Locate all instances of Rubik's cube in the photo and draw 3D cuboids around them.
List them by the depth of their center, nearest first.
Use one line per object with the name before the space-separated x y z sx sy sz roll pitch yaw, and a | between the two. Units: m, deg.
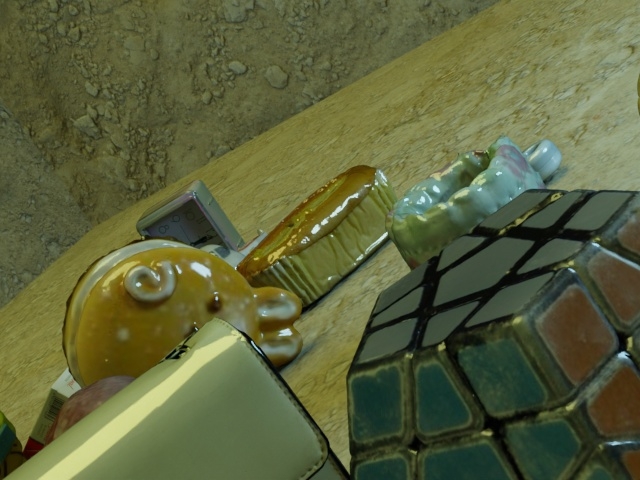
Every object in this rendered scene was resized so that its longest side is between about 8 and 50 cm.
Rubik's cube | 0.161 0.121 0.707 0.319 0.319 0.264 -22 -10 40

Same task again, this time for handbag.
handbag | -0.159 0.262 1.041 0.358 0.237 0.160 -37 11 -16

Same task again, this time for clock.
clock | -0.239 0.000 2.296 0.147 0.192 0.071 -29 14 18

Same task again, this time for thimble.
thimble | 0.192 -0.018 1.416 0.211 0.149 0.185 -40 12 -28

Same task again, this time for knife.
knife | 0.219 -0.060 1.764 0.331 0.044 0.080 -29 19 45

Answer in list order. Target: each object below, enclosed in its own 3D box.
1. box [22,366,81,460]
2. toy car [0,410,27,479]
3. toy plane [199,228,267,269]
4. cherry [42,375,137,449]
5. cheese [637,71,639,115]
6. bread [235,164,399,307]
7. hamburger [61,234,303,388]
box | -0.414 0.275 1.899 0.152 0.048 0.100 -65 -4 25
toy car | -0.560 0.366 1.849 0.247 0.142 0.200 -18 28 26
toy plane | -0.190 0.061 2.111 0.252 0.118 0.252 -30 11 7
cherry | -0.186 0.243 1.240 0.236 0.212 0.286 112 -177 -69
cheese | 0.402 -0.133 1.188 0.117 0.214 0.226 -28 20 42
bread | 0.000 0.000 1.885 0.288 0.119 0.152 -41 10 -26
hamburger | -0.185 0.130 1.624 0.302 0.261 0.186 6 2 -26
